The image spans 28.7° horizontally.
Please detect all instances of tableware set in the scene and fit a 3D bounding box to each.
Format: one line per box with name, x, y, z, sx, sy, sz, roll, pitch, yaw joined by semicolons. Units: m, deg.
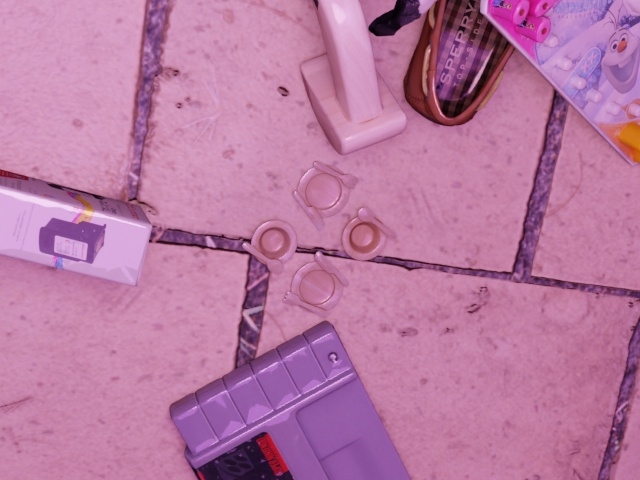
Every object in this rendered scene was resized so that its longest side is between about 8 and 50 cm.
tableware set;0.000;0.000;1.480;0.141;0.020;0.169;42;92;-18

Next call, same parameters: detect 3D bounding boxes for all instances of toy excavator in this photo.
toy excavator;-0.025;-0.340;1.266;0.222;0.433;0.445;-20;79;-8

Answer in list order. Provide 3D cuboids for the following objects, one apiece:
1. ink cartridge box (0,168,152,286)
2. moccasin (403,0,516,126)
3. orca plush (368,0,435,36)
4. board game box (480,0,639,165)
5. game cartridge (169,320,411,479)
ink cartridge box;-0.279;-0.016;1.354;0.175;0.127;0.072;14;97;-17
moccasin;0.193;-0.310;1.379;0.139;0.147;0.380;24;97;-10
orca plush;0.132;-0.321;1.244;0.102;0.151;0.287;36;83;19
board game box;0.399;-0.312;1.392;0.390;0.050;0.390;-53;135;3
game cartridge;-0.011;0.302;1.533;0.230;0.068;0.355;-30;108;-9
